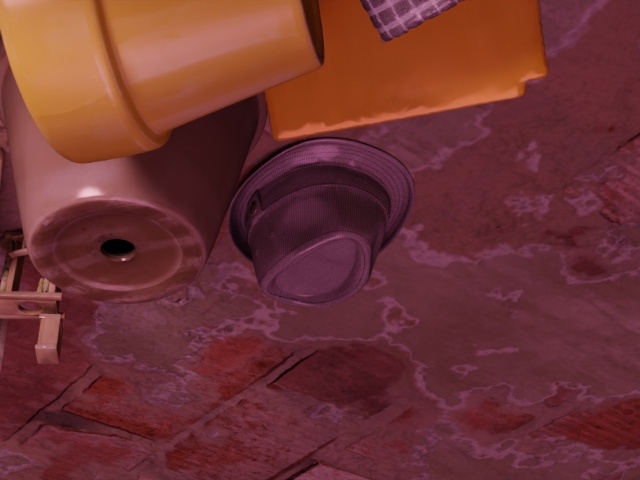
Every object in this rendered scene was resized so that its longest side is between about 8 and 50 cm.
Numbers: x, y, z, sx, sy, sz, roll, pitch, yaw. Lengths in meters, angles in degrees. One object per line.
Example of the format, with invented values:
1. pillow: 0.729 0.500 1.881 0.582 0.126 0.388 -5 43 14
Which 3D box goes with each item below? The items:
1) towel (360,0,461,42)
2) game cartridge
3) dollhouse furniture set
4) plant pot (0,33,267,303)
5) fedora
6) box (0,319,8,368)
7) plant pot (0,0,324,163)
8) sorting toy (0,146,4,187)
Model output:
1. towel: 0.120 -0.340 0.971 0.283 0.121 0.235 -30 102 13
2. game cartridge: 0.059 -0.278 1.085 0.285 0.053 0.324 -9 107 9
3. dollhouse furniture set: -0.399 0.046 1.503 0.101 0.182 0.161 2 142 -5
4. plant pot: -0.215 -0.093 1.262 0.323 0.280 0.323 -2 142 -2
5. fedora: 0.000 0.000 1.513 0.243 0.124 0.275 23 135 -29
6. box: -0.591 0.106 1.630 0.094 0.113 0.275 -25 138 24
7. plant pot: -0.129 -0.212 0.991 0.239 0.254 0.254 -10 141 8
8. sorting toy: -0.575 -0.039 1.440 0.307 0.041 0.229 8 115 -12
